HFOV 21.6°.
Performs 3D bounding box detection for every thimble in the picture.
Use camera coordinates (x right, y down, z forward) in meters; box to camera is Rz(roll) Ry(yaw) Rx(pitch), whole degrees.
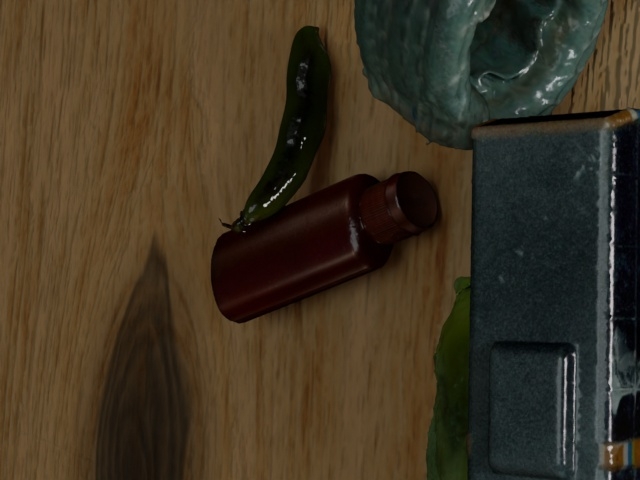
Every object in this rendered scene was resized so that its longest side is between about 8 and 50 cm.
[{"bbox_3d":[0.132,-0.194,1.443,0.143,0.198,0.235,38,107,41],"label":"thimble"}]

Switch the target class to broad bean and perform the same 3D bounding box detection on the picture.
[{"bbox_3d":[-0.032,-0.107,1.677,0.069,0.039,0.226,20,80,15],"label":"broad bean"}]

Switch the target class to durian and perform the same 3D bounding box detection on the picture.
[{"bbox_3d":[0.145,0.153,1.476,0.139,0.101,0.250,-4,80,45],"label":"durian"}]

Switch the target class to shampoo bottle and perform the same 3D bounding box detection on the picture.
[{"bbox_3d":[0.000,0.000,1.649,0.260,0.064,0.102,-24,57,41],"label":"shampoo bottle"}]

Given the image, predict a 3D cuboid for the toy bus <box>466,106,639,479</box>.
[{"bbox_3d":[0.222,0.059,1.344,0.162,0.194,0.323,-1,87,43],"label":"toy bus"}]
